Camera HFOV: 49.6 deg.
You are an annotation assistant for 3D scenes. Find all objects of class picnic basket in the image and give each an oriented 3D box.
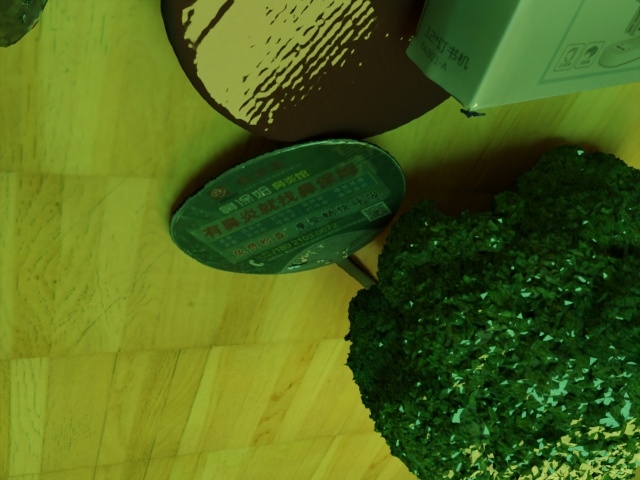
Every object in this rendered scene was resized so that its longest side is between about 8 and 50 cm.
[{"bbox_3d":[-0.211,-0.160,0.411,0.072,0.072,0.083,-39,138,18],"label":"picnic basket"}]

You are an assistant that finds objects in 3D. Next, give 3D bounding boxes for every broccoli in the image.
[{"bbox_3d":[0.210,0.097,0.697,0.321,0.310,0.413,9,98,-53],"label":"broccoli"}]

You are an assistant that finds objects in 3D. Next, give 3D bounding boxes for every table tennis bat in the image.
[{"bbox_3d":[-0.005,-0.184,0.456,0.268,0.051,0.414,-44,145,25],"label":"table tennis bat"}]

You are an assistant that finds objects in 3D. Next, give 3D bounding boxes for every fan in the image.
[{"bbox_3d":[0.010,-0.019,0.676,0.294,0.012,0.223,12,141,-34],"label":"fan"}]

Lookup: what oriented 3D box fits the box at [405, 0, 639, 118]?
[{"bbox_3d":[0.198,-0.182,0.516,0.269,0.079,0.135,-15,141,-33],"label":"box"}]
